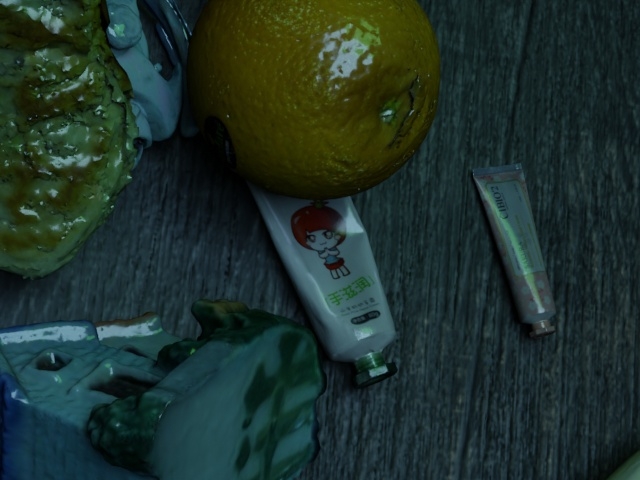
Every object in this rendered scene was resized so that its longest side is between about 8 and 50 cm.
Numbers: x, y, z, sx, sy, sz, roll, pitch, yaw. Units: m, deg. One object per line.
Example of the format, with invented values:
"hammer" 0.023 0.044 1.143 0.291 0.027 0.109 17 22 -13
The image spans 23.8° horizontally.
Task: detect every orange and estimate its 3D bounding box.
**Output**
"orange" -0.004 -0.171 1.580 0.274 0.274 0.274 5 76 -19

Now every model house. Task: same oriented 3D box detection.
"model house" -0.207 0.159 1.457 0.295 0.329 0.252 -40 137 -51

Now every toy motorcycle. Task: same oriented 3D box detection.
"toy motorcycle" -0.223 -0.205 1.608 0.206 0.154 0.260 -30 94 -45

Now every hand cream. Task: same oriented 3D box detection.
"hand cream" 0.000 0.000 1.683 0.121 0.076 0.336 -16 77 -24
"hand cream" 0.233 0.010 1.772 0.067 0.043 0.210 -9 75 -21

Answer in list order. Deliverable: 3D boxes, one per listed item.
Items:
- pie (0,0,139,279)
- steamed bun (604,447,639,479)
"pie" -0.367 -0.173 1.459 0.395 0.180 0.418 9 107 7
"steamed bun" 0.419 0.342 1.697 0.200 0.155 0.250 -36 85 -26
